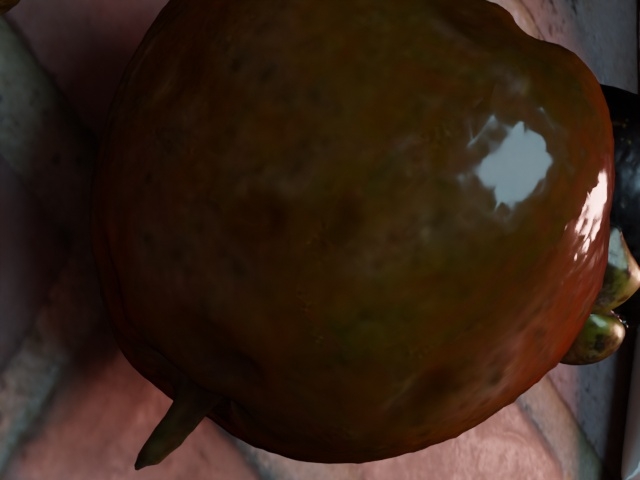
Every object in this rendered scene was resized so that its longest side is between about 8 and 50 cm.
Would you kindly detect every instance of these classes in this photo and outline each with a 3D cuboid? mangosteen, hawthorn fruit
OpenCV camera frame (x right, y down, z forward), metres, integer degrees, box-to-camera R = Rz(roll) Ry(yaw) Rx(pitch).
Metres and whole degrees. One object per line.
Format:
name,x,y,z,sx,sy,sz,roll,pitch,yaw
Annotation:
mangosteen,0.169,0.002,1.128,0.192,0.192,0.217,41,65,-40
hawthorn fruit,0.000,0.000,0.856,0.298,0.277,0.277,-50,125,-15

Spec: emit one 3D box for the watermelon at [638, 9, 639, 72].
watermelon,0.362,-0.180,1.485,0.289,0.213,0.320,-44,165,-12

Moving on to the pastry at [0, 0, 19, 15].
pastry,-0.236,-0.212,0.584,0.409,0.245,0.410,18,66,-49

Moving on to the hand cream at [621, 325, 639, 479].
hand cream,0.294,0.083,1.361,0.139,0.089,0.314,24,72,-46
